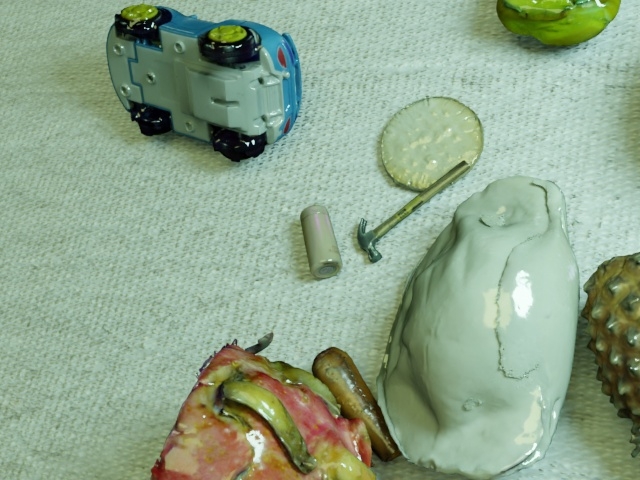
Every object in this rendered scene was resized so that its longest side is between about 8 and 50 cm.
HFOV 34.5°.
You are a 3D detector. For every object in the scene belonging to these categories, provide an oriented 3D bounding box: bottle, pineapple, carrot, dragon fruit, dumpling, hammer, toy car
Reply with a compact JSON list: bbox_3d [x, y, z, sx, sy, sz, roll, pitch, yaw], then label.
[{"bbox_3d":[0.000,0.000,1.396,0.045,0.045,0.096,-18,60,10],"label":"bottle"},{"bbox_3d":[0.388,0.188,1.121,0.175,0.175,0.361,-10,76,14],"label":"pineapple"},{"bbox_3d":[0.047,0.204,1.282,0.055,0.055,0.161,-36,67,0],"label":"carrot"},{"bbox_3d":[-0.044,0.279,1.139,0.263,0.296,0.314,25,84,6],"label":"dragon fruit"},{"bbox_3d":[0.177,0.096,1.221,0.260,0.181,0.341,-10,84,41],"label":"dumpling"},{"bbox_3d":[0.123,-0.048,1.380,0.182,0.017,0.062,-39,57,7],"label":"hammer"},{"bbox_3d":[-0.169,-0.248,1.502,0.314,0.198,0.166,18,39,29],"label":"toy car"}]

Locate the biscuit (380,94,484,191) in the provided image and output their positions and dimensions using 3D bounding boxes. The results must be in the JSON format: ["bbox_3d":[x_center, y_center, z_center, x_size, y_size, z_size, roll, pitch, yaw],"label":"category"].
[{"bbox_3d":[0.153,-0.135,1.421,0.152,0.020,0.152,-8,64,16],"label":"biscuit"}]

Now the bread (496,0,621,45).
[{"bbox_3d":[0.353,-0.436,1.441,0.166,0.112,0.384,4,67,24],"label":"bread"}]
